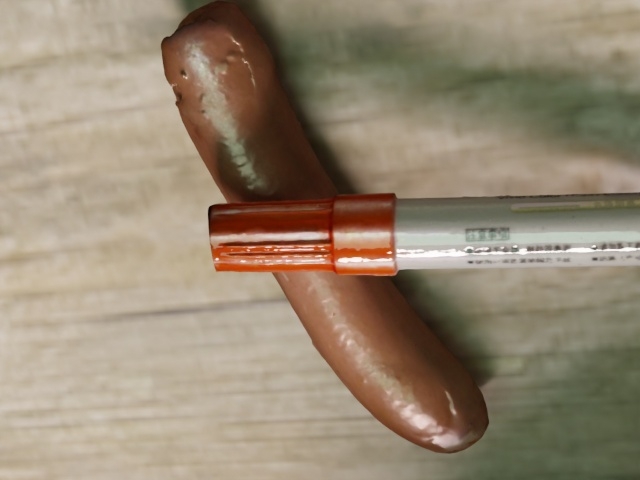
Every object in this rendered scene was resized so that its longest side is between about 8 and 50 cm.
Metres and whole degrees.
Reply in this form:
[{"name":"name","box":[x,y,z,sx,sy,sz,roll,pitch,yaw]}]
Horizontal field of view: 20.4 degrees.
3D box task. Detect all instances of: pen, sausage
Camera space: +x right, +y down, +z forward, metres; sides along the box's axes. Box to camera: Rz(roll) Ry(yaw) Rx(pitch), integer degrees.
[{"name":"pen","box":[0.080,-0.003,0.591,0.239,0.028,0.028,-1,114,8]},{"name":"sausage","box":[0.000,0.000,0.638,0.043,0.043,0.186,-26,103,28]}]
